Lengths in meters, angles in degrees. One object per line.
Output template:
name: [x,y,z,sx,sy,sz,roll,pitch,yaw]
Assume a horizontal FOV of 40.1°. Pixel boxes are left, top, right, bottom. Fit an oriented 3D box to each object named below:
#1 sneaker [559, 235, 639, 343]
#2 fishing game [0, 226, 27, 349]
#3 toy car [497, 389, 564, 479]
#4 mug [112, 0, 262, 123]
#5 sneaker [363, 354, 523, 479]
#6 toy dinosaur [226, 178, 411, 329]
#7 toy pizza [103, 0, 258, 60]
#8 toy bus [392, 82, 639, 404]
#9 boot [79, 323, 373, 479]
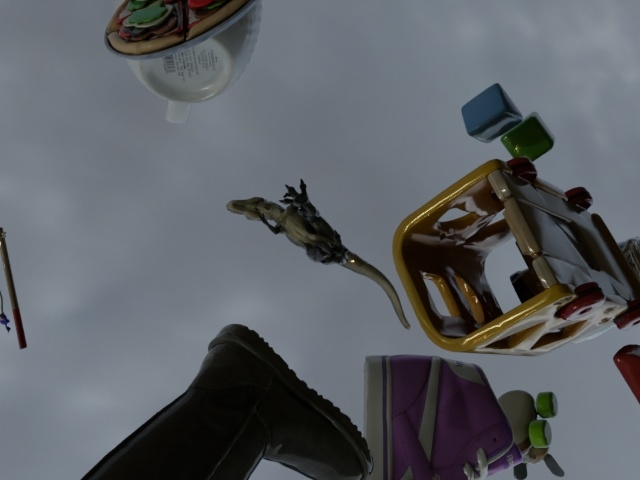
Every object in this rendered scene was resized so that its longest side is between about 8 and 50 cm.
sneaker: [0.301,0.045,0.857,0.237,0.086,0.085,-17,-72,-47]
fishing game: [-0.447,0.077,0.993,0.041,0.264,0.189,-1,-102,-64]
toy car: [0.395,0.400,1.704,0.188,0.155,0.149,63,-145,-24]
mug: [-0.251,-0.390,1.641,0.276,0.374,0.328,4,-130,-12]
sneaker: [0.119,0.249,0.850,0.161,0.102,0.282,2,-109,1]
toy dinosaur: [0.000,0.000,1.007,0.268,0.118,0.064,36,-102,19]
toy pizza: [-0.150,-0.266,0.954,0.032,0.201,0.201,63,-143,-40]
toy bus: [0.132,0.023,0.561,0.202,0.104,0.191,47,-152,-16]
boot: [-0.070,0.186,0.649,0.189,0.076,0.208,42,-136,-8]
